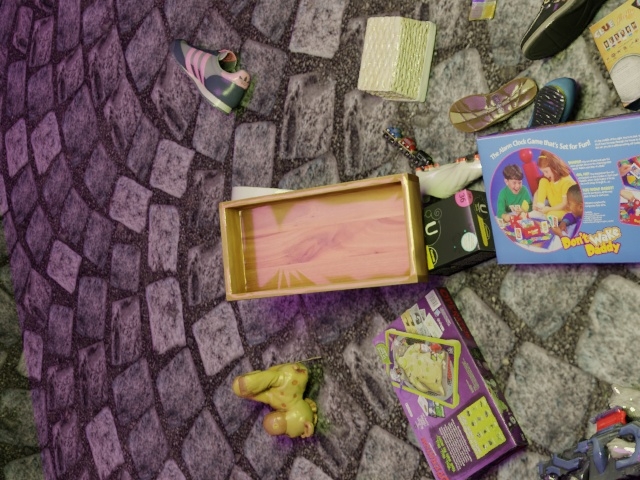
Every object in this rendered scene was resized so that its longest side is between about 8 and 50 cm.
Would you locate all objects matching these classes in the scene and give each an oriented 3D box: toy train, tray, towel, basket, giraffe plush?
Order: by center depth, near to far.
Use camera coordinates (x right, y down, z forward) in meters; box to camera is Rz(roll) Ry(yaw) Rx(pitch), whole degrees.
[{"bbox_3d":[0.319,-0.470,1.742,0.060,0.009,0.083,18,100,47],"label":"towel"},{"bbox_3d":[0.000,0.000,1.750,0.411,0.076,0.202,-7,85,27],"label":"tray"},{"bbox_3d":[0.155,-0.375,1.843,0.113,0.103,0.167,13,97,48],"label":"basket"},{"bbox_3d":[0.180,-0.195,1.857,0.158,0.027,0.036,46,116,39],"label":"toy train"},{"bbox_3d":[-0.080,0.369,2.022,0.210,0.181,0.170,-15,85,10],"label":"giraffe plush"}]

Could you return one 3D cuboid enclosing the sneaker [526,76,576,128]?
[{"bbox_3d":[0.404,-0.197,1.600,0.069,0.082,0.209,37,133,24],"label":"sneaker"}]

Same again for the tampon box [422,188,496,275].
[{"bbox_3d":[0.258,-0.012,1.702,0.161,0.101,0.120,-27,68,43],"label":"tampon box"}]

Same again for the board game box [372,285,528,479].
[{"bbox_3d":[0.242,0.288,1.739,0.208,0.056,0.346,-43,57,31],"label":"board game box"}]

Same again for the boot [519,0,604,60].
[{"bbox_3d":[0.413,-0.455,1.588,0.236,0.085,0.178,-50,51,25],"label":"boot"}]

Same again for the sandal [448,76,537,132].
[{"bbox_3d":[0.330,-0.253,1.691,0.180,0.049,0.072,-21,77,29],"label":"sandal"}]

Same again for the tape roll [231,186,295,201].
[{"bbox_3d":[-0.080,-0.024,1.965,0.246,0.246,0.169,7,92,47],"label":"tape roll"}]

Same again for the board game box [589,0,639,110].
[{"bbox_3d":[0.570,-0.342,1.437,0.243,0.042,0.165,-33,64,41],"label":"board game box"}]

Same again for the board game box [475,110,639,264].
[{"bbox_3d":[0.438,-0.082,1.484,0.347,0.078,0.233,-2,103,47],"label":"board game box"}]

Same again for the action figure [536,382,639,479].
[{"bbox_3d":[0.495,0.395,1.418,0.341,0.179,0.330,134,136,-68],"label":"action figure"}]

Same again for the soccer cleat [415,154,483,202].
[{"bbox_3d":[0.266,-0.120,1.737,0.196,0.068,0.076,-9,95,48],"label":"soccer cleat"}]

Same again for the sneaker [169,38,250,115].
[{"bbox_3d":[-0.284,-0.459,2.342,0.131,0.112,0.319,-48,55,13],"label":"sneaker"}]
